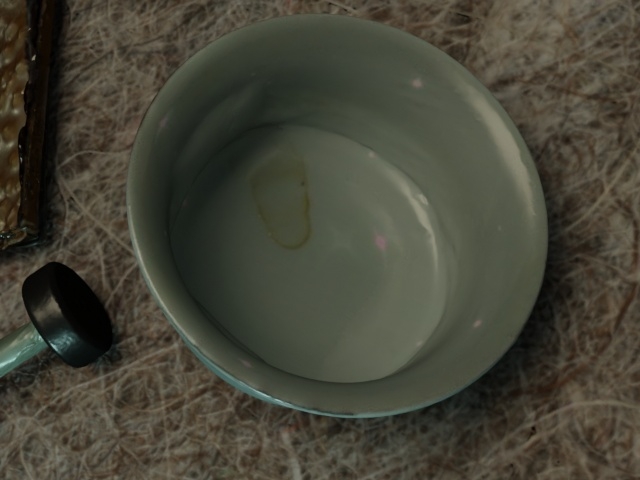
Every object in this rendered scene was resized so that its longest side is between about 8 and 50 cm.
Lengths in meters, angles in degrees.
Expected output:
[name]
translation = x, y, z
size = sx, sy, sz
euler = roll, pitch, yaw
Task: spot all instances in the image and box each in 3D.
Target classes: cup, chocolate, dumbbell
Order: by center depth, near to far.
[cup]
translation = 0.000, 0.000, 1.616
size = 0.347, 0.163, 0.347
euler = 5, 69, -13
[dumbbell]
translation = -0.295, 0.108, 1.807
size = 0.191, 0.100, 0.100
euler = -34, 59, 12
[chocolate]
translation = -0.300, -0.137, 1.933
size = 0.102, 0.065, 0.329
euler = -19, 61, 35
